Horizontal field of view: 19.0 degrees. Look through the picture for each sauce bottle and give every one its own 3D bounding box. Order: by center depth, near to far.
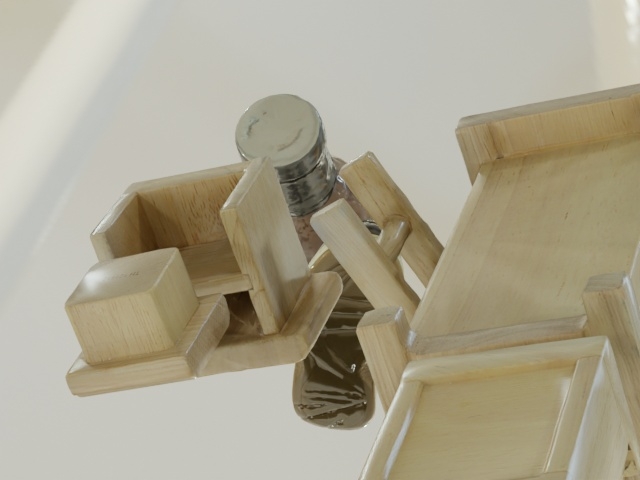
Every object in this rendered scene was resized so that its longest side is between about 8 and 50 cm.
[{"bbox_3d":[0.000,0.000,1.624,0.344,0.111,0.111,68,-160,-60],"label":"sauce bottle"}]

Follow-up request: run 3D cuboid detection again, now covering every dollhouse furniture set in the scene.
[{"bbox_3d":[0.007,0.057,0.441,0.182,0.161,0.101,-59,-45,-58],"label":"dollhouse furniture set"}]

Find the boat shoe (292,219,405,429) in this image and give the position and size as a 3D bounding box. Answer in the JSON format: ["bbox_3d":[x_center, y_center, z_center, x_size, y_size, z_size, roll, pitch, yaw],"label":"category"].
[{"bbox_3d":[0.010,0.034,0.915,0.056,0.152,0.049,8,-127,-4],"label":"boat shoe"}]
